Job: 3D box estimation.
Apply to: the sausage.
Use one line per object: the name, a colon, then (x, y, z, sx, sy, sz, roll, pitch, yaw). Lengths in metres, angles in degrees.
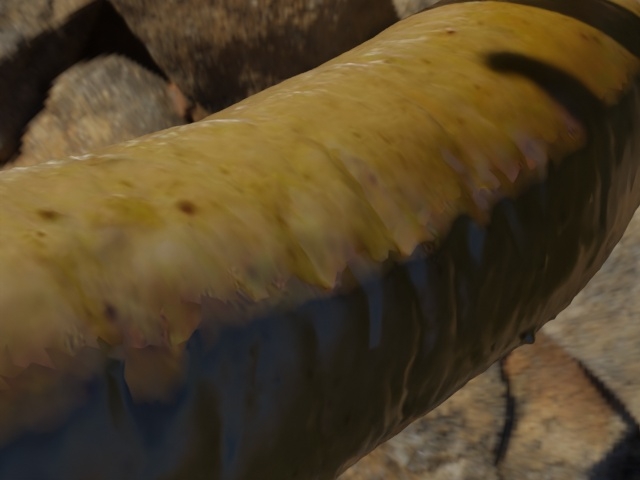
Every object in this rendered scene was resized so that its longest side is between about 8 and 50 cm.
sausage: (0.003, 0.001, 0.563, 0.136, 0.500, 0.123, 35, 128, 23)
